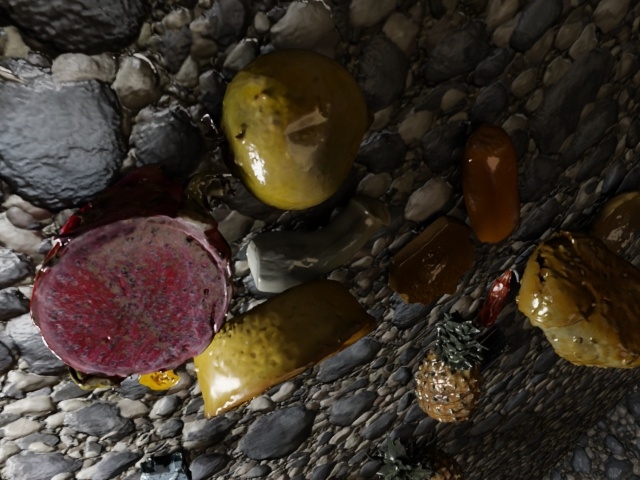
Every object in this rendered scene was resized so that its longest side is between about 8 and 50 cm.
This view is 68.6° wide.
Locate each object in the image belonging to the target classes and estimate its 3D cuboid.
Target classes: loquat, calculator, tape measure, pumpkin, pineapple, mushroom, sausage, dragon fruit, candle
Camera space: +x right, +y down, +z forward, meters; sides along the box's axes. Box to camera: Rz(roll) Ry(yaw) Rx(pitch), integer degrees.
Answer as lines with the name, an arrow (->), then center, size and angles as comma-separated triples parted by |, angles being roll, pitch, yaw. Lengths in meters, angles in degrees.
loquat -> -0.022, -0.123, 0.519 | 0.205, 0.149, 0.172 | -25, 131, -30
calculator -> 0.396, 0.336, 1.246 | 0.262, 0.021, 0.161 | -43, 135, 3
tape measure -> -0.281, 0.428, 0.853 | 0.091, 0.054, 0.094 | -5, 124, -23
pumpkin -> -0.247, 0.202, 0.713 | 0.050, 0.028, 0.083 | -24, 142, -13
pineapple -> 0.262, 0.653, 1.337 | 0.365, 0.165, 0.165 | 32, 104, -35
mushroom -> 0.003, 0.004, 0.682 | 0.223, 0.081, 0.092 | -23, 89, -12
pineapple -> 0.293, 0.268, 1.052 | 0.158, 0.158, 0.278 | -15, 120, -23
sausage -> 0.287, -0.084, 0.790 | 0.098, 0.098, 0.238 | -33, 135, -7
dragon fruit -> -0.193, 0.030, 0.537 | 0.211, 0.147, 0.282 | 30, 99, -29
candle -> 0.408, 0.133, 1.072 | 0.053, 0.048, 0.162 | -32, 143, -52

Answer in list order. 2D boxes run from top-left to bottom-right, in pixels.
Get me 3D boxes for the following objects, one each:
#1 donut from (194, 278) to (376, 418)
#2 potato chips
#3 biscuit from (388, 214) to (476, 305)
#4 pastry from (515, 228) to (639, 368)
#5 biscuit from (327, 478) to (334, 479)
donut -> -0.053, 0.142, 0.667 | 0.278, 0.108, 0.277 | -25, 169, -5
potato chips -> 0.696, -0.041, 1.113 | 0.195, 0.062, 0.208 | -37, 137, 5
biscuit -> 0.218, 0.048, 0.891 | 0.182, 0.034, 0.215 | -41, 138, 2
pastry -> 0.564, 0.132, 1.009 | 0.255, 0.311, 0.162 | -42, 173, -21
biscuit -> 0.003, 0.809, 1.328 | 0.107, 0.073, 0.388 | -18, 132, -23
